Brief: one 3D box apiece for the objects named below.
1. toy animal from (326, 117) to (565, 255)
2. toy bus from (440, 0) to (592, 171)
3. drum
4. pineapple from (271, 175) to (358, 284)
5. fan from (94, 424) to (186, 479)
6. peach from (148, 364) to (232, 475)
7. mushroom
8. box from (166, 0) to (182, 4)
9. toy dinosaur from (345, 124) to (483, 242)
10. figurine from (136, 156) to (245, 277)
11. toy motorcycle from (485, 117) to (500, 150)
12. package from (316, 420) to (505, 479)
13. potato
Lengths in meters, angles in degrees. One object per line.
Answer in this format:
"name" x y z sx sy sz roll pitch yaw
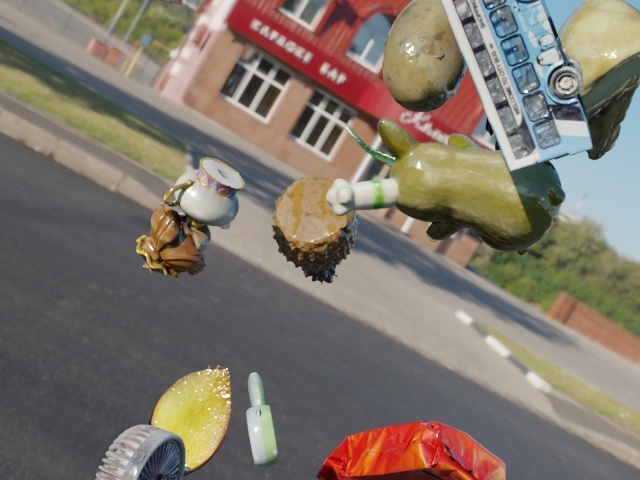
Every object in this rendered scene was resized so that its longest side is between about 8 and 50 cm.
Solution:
"toy animal" 0.199 -0.092 1.454 0.362 0.181 0.180 12 0 1
"toy bus" 0.251 -0.244 1.157 0.297 0.131 0.106 65 21 -10
"drum" -0.123 0.328 1.775 0.049 0.130 0.253 -10 42 -5
"pineapple" 0.000 0.000 2.101 0.202 0.202 0.362 33 -16 19
"fan" -0.240 0.339 1.082 0.074 0.244 0.130 16 -25 20
"peach" -0.283 0.404 2.067 0.189 0.279 0.068 38 2 17
"mushroom" 0.469 -0.306 1.684 0.217 0.211 0.292 58 -10 31
"box" -0.328 -0.528 1.679 0.155 0.149 0.231 11 13 -4
"toy dinosaur" 0.189 -0.076 1.683 0.382 0.129 0.076 25 37 15
"figurine" -0.263 -0.035 1.819 0.189 0.263 0.142 16 29 -42
"toy motorcycle" 0.416 -0.281 1.981 0.084 0.118 0.212 32 -16 23
"package" 0.184 0.474 1.856 0.196 0.123 0.423 38 -35 -17
"potato" 0.200 -0.352 1.667 0.164 0.262 0.165 15 -39 12
